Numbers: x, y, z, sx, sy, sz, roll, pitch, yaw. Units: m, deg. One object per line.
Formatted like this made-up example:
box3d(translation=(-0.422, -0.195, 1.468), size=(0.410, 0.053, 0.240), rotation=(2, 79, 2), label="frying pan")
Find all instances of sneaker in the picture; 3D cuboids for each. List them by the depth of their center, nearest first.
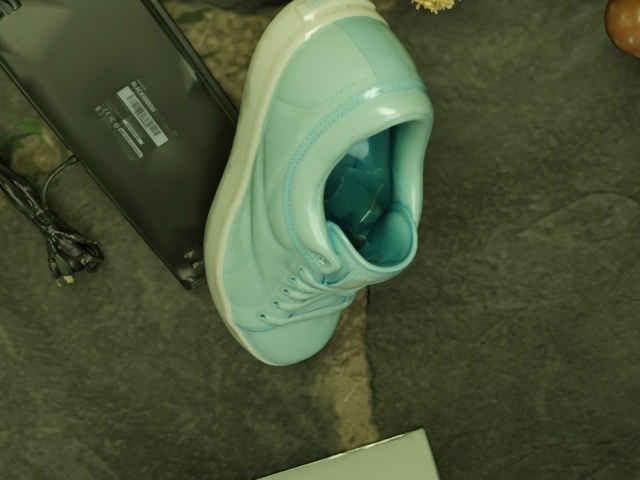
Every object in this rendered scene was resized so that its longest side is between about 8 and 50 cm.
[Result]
box3d(translation=(0.000, 0.000, 0.900), size=(0.135, 0.150, 0.366), rotation=(-16, 140, -21), label="sneaker")

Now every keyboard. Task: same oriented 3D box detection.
box3d(translation=(-0.172, -0.080, 0.925), size=(0.201, 0.033, 0.317), rotation=(-33, 123, 4), label="keyboard")

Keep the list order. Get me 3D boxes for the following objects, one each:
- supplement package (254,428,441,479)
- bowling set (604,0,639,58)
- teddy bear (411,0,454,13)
box3d(translation=(0.010, 0.329, 1.127), size=(0.262, 0.204, 0.145), rotation=(-18, 124, 2), label="supplement package")
box3d(translation=(0.194, -0.231, 0.749), size=(0.287, 0.154, 0.200), rotation=(-2, 135, -26), label="bowling set")
box3d(translation=(0.076, -0.274, 0.791), size=(0.338, 0.113, 0.245), rotation=(18, 116, -22), label="teddy bear")
